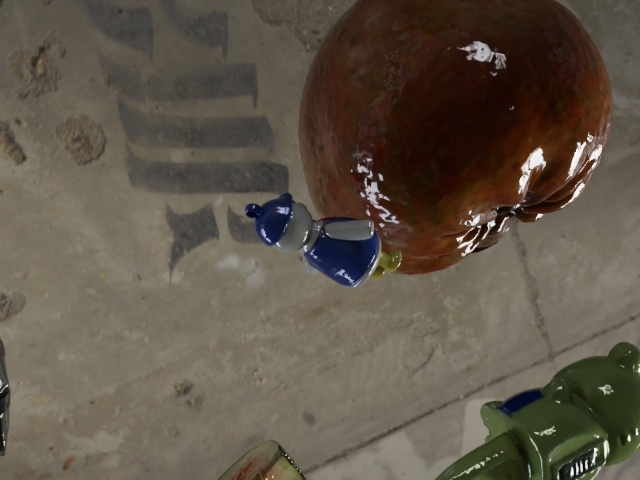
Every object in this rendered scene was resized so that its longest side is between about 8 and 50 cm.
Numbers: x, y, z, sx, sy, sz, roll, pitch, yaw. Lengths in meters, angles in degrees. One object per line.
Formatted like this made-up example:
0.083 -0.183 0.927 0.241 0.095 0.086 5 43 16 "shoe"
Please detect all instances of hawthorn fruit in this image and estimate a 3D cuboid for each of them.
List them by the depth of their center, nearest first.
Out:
0.154 -0.173 0.919 0.402 0.403 0.403 -6 122 -11 "hawthorn fruit"

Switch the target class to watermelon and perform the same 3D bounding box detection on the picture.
-0.069 0.208 0.548 0.163 0.069 0.087 -44 131 8 "watermelon"

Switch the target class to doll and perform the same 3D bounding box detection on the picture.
0.000 0.000 0.594 0.142 0.058 0.098 22 146 -23 "doll"

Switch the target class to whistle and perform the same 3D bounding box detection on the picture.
0.187 0.162 0.582 0.227 0.085 0.105 -22 117 -16 "whistle"

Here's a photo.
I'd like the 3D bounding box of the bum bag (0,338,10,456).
-0.406 0.169 0.857 0.049 0.087 0.198 -7 96 -30 "bum bag"
